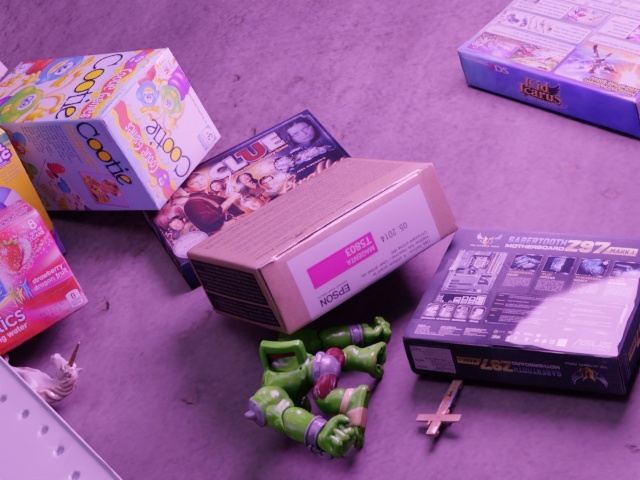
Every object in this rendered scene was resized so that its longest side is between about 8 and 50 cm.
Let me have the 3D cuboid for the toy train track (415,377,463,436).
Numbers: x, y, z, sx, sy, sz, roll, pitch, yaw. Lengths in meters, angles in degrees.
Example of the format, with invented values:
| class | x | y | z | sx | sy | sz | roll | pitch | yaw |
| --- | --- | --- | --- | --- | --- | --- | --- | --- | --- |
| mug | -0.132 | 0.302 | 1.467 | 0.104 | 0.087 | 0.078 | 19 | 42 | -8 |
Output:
| class | x | y | z | sx | sy | sz | roll | pitch | yaw |
| --- | --- | --- | --- | --- | --- | --- | --- | --- | --- |
| toy train track | 0.127 | 0.171 | 1.672 | 0.048 | 0.014 | 0.083 | -2 | 36 | 31 |

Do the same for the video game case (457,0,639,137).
| class | x | y | z | sx | sy | sz | roll | pitch | yaw |
| --- | --- | --- | --- | --- | --- | --- | --- | --- | --- |
| video game case | 0.347 | -0.248 | 2.021 | 0.269 | 0.061 | 0.244 | 23 | 54 | 40 |

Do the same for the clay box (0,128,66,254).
| class | x | y | z | sx | sy | sz | roll | pitch | yaw |
| --- | --- | --- | --- | --- | --- | --- | --- | --- | --- |
| clay box | -0.405 | -0.042 | 1.972 | 0.127 | 0.222 | 0.053 | -36 | 40 | -18 |

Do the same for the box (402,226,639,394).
| class | x | y | z | sx | sy | sz | roll | pitch | yaw |
| --- | --- | --- | --- | --- | --- | --- | --- | --- | --- |
| box | 0.224 | 0.068 | 1.708 | 0.233 | 0.059 | 0.183 | 4 | 42 | 26 |

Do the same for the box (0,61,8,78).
| class | x | y | z | sx | sy | sz | roll | pitch | yaw |
| --- | --- | --- | --- | --- | --- | --- | --- | --- | --- |
| box | -0.545 | -0.159 | 2.179 | 0.324 | 0.067 | 0.063 | -30 | 21 | 32 |

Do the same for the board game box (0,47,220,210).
| class | x | y | z | sx | sy | sz | roll | pitch | yaw |
| --- | --- | --- | --- | --- | --- | --- | --- | --- | --- |
| board game box | -0.287 | -0.134 | 2.050 | 0.275 | 0.144 | 0.142 | 1 | 42 | 41 |

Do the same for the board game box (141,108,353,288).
| class | x | y | z | sx | sy | sz | roll | pitch | yaw |
| --- | --- | --- | --- | --- | --- | --- | --- | --- | --- |
| board game box | -0.083 | -0.054 | 1.993 | 0.243 | 0.042 | 0.165 | -28 | 40 | -10 |

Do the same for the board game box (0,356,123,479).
| class | x | y | z | sx | sy | sz | roll | pitch | yaw |
| --- | --- | --- | --- | --- | --- | --- | --- | --- | --- |
| board game box | -0.398 | 0.319 | 1.653 | 0.390 | 0.050 | 0.390 | -43 | 44 | -13 |

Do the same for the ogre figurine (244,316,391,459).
| class | x | y | z | sx | sy | sz | roll | pitch | yaw |
| --- | --- | --- | --- | --- | --- | --- | --- | --- | --- |
| ogre figurine | -0.002 | 0.142 | 1.697 | 0.118 | 0.097 | 0.197 | 7 | 57 | 14 |

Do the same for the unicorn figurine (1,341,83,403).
| class | x | y | z | sx | sy | sz | roll | pitch | yaw |
| --- | --- | --- | --- | --- | --- | --- | --- | --- | --- |
| unicorn figurine | -0.333 | 0.167 | 1.842 | 0.111 | 0.060 | 0.162 | 30 | 76 | 42 |

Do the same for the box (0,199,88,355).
| class | x | y | z | sx | sy | sz | roll | pitch | yaw |
| --- | --- | --- | --- | --- | --- | --- | --- | --- | --- |
| box | -0.412 | 0.073 | 1.894 | 0.257 | 0.128 | 0.122 | -31 | 18 | -13 |

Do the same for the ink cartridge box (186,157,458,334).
| class | x | y | z | sx | sy | sz | roll | pitch | yaw |
| --- | --- | --- | --- | --- | --- | --- | --- | --- | --- |
| ink cartridge box | 0.000 | 0.000 | 1.798 | 0.235 | 0.088 | 0.193 | -30 | 18 | -21 |
